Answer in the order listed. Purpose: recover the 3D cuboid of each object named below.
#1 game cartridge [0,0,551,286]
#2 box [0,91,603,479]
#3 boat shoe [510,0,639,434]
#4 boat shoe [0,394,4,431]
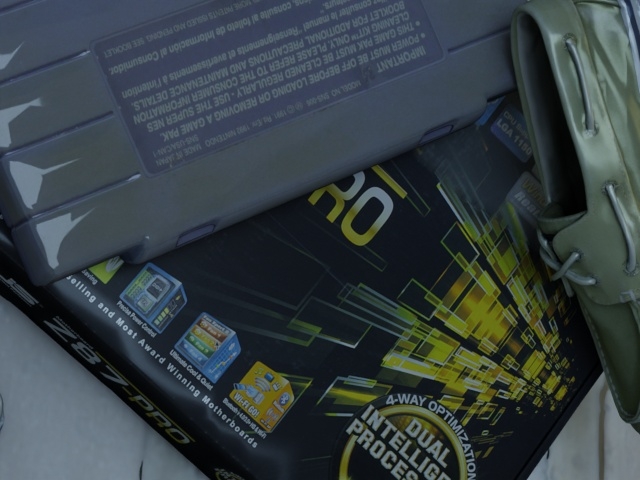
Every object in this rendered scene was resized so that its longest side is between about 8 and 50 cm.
[{"bbox_3d":[-0.049,-0.134,1.000,0.355,0.068,0.230,-23,95,-24],"label":"game cartridge"},{"bbox_3d":[0.000,0.000,1.082,0.395,0.097,0.318,44,67,-12],"label":"box"},{"bbox_3d":[0.177,-0.013,1.043,0.094,0.109,0.302,-13,98,-17],"label":"boat shoe"},{"bbox_3d":[-0.272,0.160,0.984,0.083,0.076,0.226,39,70,-7],"label":"boat shoe"}]
